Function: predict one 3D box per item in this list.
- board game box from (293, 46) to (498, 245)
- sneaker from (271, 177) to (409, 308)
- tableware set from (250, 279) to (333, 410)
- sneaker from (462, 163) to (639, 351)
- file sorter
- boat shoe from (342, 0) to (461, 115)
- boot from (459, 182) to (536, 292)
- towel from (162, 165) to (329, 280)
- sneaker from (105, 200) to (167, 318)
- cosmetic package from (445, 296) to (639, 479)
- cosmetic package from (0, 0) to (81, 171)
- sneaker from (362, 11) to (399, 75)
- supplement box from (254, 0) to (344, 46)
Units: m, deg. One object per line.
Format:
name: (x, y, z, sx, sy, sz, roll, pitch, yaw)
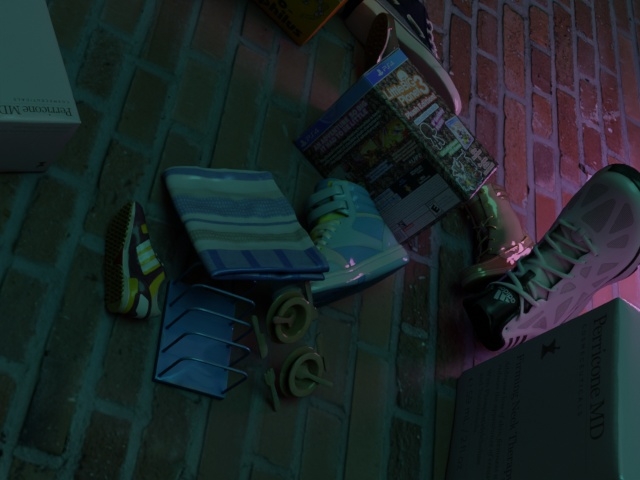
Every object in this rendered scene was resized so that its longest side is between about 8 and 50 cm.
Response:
board game box: (0.139, -0.164, 1.671, 0.291, 0.232, 0.141, 49, 46, -4)
sneaker: (0.000, 0.000, 1.550, 0.319, 0.127, 0.208, -16, 76, -49)
tableware set: (-0.034, 0.168, 1.393, 0.128, 0.039, 0.194, -34, 127, -33)
sneaker: (0.421, 0.066, 1.620, 0.258, 0.447, 0.169, -24, 60, -36)
file sorter: (-0.168, 0.134, 1.355, 0.118, 0.104, 0.170, 22, 53, -27)
boat shoe: (0.214, -0.421, 1.945, 0.340, 0.127, 0.158, 50, 54, -1)
boot: (0.338, -0.010, 1.825, 0.262, 0.095, 0.203, -15, 75, -43)
towel: (-0.124, -0.033, 1.439, 0.209, 0.034, 0.285, 1, 36, -29)
sneaker: (-0.278, 0.031, 1.365, 0.084, 0.070, 0.185, 19, 60, -38)
cosmetic package: (0.460, 0.363, 1.496, 0.327, 0.394, 0.329, 31, 49, -19)
cosmetic package: (-0.509, -0.290, 1.311, 0.197, 0.155, 0.365, -7, 68, -42)
sneaker: (0.141, -0.372, 1.869, 0.086, 0.064, 0.192, 5, 97, -38)
supplement box: (0.028, -0.602, 1.818, 0.194, 0.195, 0.356, 43, 60, -8)
